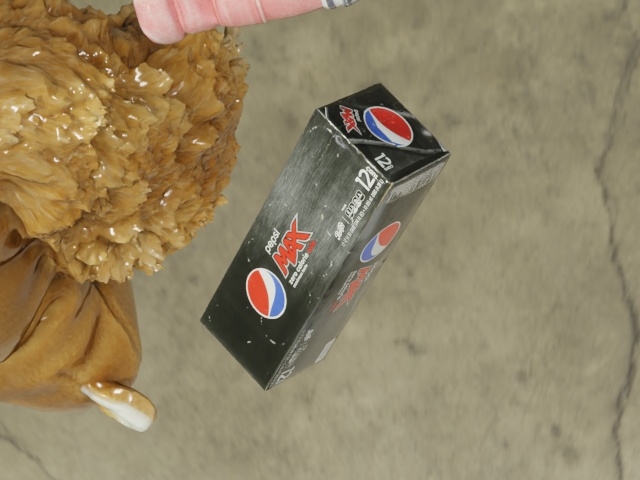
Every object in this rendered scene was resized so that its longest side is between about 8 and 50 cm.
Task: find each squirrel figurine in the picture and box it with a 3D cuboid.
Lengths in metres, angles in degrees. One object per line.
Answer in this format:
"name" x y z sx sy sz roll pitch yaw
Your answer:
"squirrel figurine" -0.213 -0.002 1.365 0.397 0.370 0.281 -30 52 19

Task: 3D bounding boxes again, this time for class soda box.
"soda box" 0.000 0.000 1.021 0.060 0.169 0.053 46 42 18

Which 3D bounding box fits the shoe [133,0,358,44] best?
"shoe" -0.041 -0.154 0.658 0.081 0.063 0.178 -15 77 5
